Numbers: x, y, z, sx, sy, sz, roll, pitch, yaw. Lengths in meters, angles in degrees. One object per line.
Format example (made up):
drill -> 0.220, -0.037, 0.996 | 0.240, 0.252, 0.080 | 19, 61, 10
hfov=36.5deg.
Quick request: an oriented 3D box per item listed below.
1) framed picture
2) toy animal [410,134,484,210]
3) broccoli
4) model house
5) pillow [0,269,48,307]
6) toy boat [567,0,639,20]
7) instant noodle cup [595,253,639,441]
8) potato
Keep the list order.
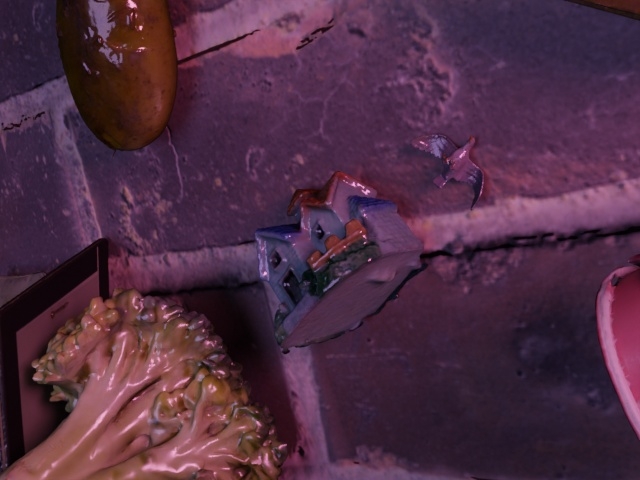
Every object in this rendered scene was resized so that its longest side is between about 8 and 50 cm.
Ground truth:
framed picture -> -0.312, 0.196, 1.173 | 0.016, 0.265, 0.347 | 7, 111, 12
toy animal -> 0.113, -0.069, 0.821 | 0.084, 0.028, 0.050 | 51, 140, 20
broccoli -> -0.202, 0.229, 1.037 | 0.293, 0.281, 0.347 | 19, 125, 41
model house -> 0.000, 0.000, 0.902 | 0.148, 0.119, 0.148 | 58, 134, 26
pillow -> -0.394, 0.192, 1.364 | 0.185, 0.075, 0.302 | -6, 97, 47
toy boat -> 0.183, -0.223, 0.665 | 0.321, 0.089, 0.121 | 28, 115, 38
instant noodle cup -> 0.325, 0.047, 0.534 | 0.255, 0.244, 0.244 | -44, 71, 34
potato -> -0.220, -0.212, 1.043 | 0.149, 0.113, 0.251 | 18, 113, 36
